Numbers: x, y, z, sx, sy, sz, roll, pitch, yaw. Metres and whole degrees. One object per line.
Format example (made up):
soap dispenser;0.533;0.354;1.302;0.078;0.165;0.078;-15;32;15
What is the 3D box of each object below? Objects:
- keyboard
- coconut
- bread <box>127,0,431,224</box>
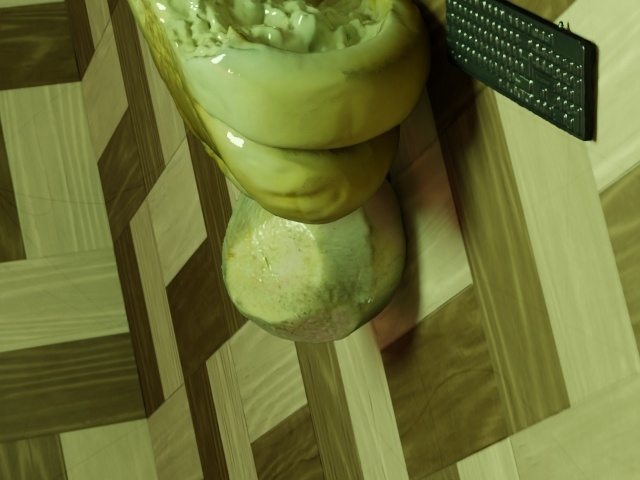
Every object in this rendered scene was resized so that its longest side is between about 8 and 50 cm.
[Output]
keyboard;0.186;-0.182;1.903;0.310;0.018;0.101;-137;41;-62
coconut;0.000;0.000;2.285;0.197;0.237;0.237;11;115;27
bread;-0.067;-0.182;2.123;0.424;0.329;0.245;50;125;57
